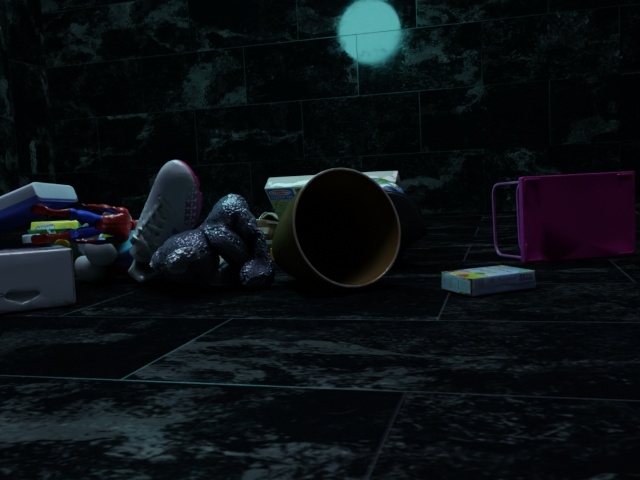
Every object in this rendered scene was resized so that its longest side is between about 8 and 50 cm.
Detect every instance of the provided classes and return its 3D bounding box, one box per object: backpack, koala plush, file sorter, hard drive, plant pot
[{"bbox_3d":[0.087,-0.051,1.727,0.290,0.273,0.355,-18,-7,-2],"label":"backpack"},{"bbox_3d":[-0.243,0.021,1.399,0.221,0.203,0.196,-18,11,-23],"label":"koala plush"},{"bbox_3d":[0.595,-0.061,1.645,0.291,0.202,0.182,-4,4,-10],"label":"file sorter"},{"bbox_3d":[-0.696,-0.038,1.383,0.319,0.040,0.210,-23,2,1],"label":"hard drive"},{"bbox_3d":[0.000,0.000,1.382,0.237,0.237,0.254,-6,-9,-28],"label":"plant pot"}]

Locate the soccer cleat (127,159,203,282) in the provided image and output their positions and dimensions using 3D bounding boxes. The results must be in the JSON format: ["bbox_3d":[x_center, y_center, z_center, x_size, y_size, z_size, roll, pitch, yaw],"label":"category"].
[{"bbox_3d":[-0.353,-0.027,1.469,0.116,0.331,0.143,36,45,13],"label":"soccer cleat"}]

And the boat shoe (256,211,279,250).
[{"bbox_3d":[-0.152,-0.038,2.227,0.123,0.116,0.324,-1,6,14],"label":"boat shoe"}]

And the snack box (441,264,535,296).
[{"bbox_3d":[0.311,0.073,1.231,0.141,0.037,0.100,-5,7,-21],"label":"snack box"}]

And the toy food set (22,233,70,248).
[{"bbox_3d":[-0.783,0.039,1.758,0.233,0.111,0.104,-7,7,-16],"label":"toy food set"}]

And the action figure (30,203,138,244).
[{"bbox_3d":[-0.517,-0.035,1.419,0.139,0.091,0.280,3,1,28],"label":"action figure"}]

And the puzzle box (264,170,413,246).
[{"bbox_3d":[0.062,-0.086,2.001,0.409,0.272,0.052,-1,46,22],"label":"puzzle box"}]

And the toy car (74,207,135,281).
[{"bbox_3d":[-0.496,0.026,1.600,0.136,0.159,0.182,31,-48,-16],"label":"toy car"}]

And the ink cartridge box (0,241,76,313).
[{"bbox_3d":[-0.625,0.070,1.341,0.197,0.114,0.273,-5,6,-31],"label":"ink cartridge box"}]

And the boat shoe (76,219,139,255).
[{"bbox_3d":[-0.461,0.021,1.752,0.367,0.135,0.156,2,-6,29],"label":"boat shoe"}]

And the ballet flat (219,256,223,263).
[{"bbox_3d":[-0.236,0.014,1.779,0.108,0.106,0.316,-3,6,-6],"label":"ballet flat"}]

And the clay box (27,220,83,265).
[{"bbox_3d":[-0.723,0.004,1.856,0.128,0.053,0.222,-3,-28,-6],"label":"clay box"}]

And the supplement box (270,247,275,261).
[{"bbox_3d":[-0.083,0.037,1.820,0.099,0.036,0.062,-5,5,-18],"label":"supplement box"}]
